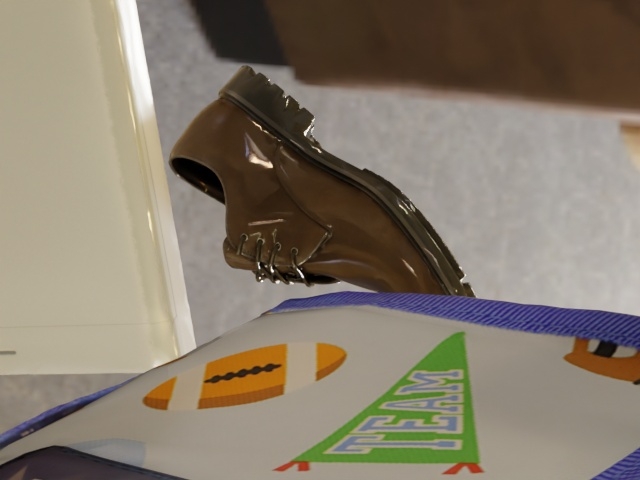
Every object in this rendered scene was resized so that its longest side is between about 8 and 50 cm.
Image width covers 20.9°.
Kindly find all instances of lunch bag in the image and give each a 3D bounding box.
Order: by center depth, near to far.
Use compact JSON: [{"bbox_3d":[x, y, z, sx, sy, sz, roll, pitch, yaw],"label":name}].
[{"bbox_3d":[0.005,0.179,0.357,0.328,0.385,0.239,-24,140,-38],"label":"lunch bag"}]

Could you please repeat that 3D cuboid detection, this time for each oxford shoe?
[{"bbox_3d":[0.000,0.000,0.985,0.096,0.227,0.083,-43,148,-12],"label":"oxford shoe"}]

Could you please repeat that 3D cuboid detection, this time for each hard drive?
[{"bbox_3d":[-0.188,-0.076,0.930,0.040,0.203,0.307,-48,133,-63],"label":"hard drive"}]
